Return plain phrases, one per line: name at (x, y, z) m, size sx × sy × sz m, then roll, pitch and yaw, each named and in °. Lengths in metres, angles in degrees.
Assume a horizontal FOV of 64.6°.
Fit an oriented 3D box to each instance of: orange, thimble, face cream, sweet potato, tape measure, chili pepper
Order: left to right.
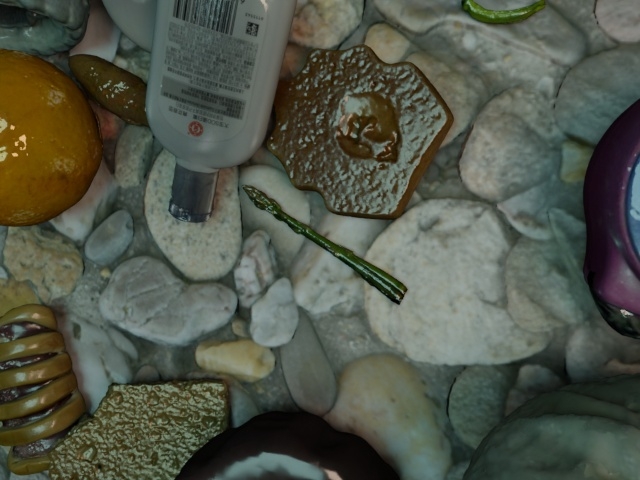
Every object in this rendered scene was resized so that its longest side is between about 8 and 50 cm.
thimble at (-0.403, -0.334, 0.616) m, size 0.250 × 0.205 × 0.171 m, roll 0°, pitch 91°, yaw 24°
orange at (-0.390, -0.126, 0.633) m, size 0.220 × 0.193 × 0.219 m, roll 0°, pitch 91°, yaw 1°
sweet potato at (-0.246, -0.181, 0.650) m, size 0.206 × 0.060 × 0.068 m, roll 34°, pitch 139°, yaw 15°
face cream at (-0.122, -0.156, 0.563) m, size 0.144 × 0.071 × 0.291 m, roll 16°, pitch 116°, yaw 1°
chili pepper at (0.186, -0.239, 0.521) m, size 0.083 × 0.017 × 0.030 m, roll 16°, pitch 95°, yaw 18°
tape measure at (0.342, -0.021, 0.416) m, size 0.232 × 0.149 × 0.245 m, roll 16°, pitch 104°, yaw 14°

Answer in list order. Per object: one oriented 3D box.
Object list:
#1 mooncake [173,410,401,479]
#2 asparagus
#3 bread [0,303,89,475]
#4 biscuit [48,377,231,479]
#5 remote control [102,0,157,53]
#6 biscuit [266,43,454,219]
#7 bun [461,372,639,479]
mooncake at (-0.035, 0.326, 0.550) m, size 0.283 × 0.141 × 0.282 m, roll 1°, pitch 95°, yaw 9°
asparagus at (0.000, 0.000, 0.590) m, size 0.233 × 0.022 × 0.023 m, roll 34°, pitch 146°, yaw 12°
bread at (-0.405, 0.207, 0.699) m, size 0.134 × 0.081 × 0.225 m, roll -21°, pitch 89°, yaw 19°
biscuit at (-0.231, 0.244, 0.646) m, size 0.237 × 0.026 × 0.131 m, roll -3°, pitch 89°, yaw 4°
remote control at (-0.122, -0.362, 0.575) m, size 0.332 × 0.103 × 0.221 m, roll -44°, pitch 88°, yaw 13°
biscuit at (0.026, -0.129, 0.570) m, size 0.215 × 0.034 × 0.182 m, roll 32°, pitch 100°, yaw 17°
bun at (0.269, 0.232, 0.340) m, size 0.362 × 0.361 × 0.211 m, roll 1°, pitch 128°, yaw 18°
